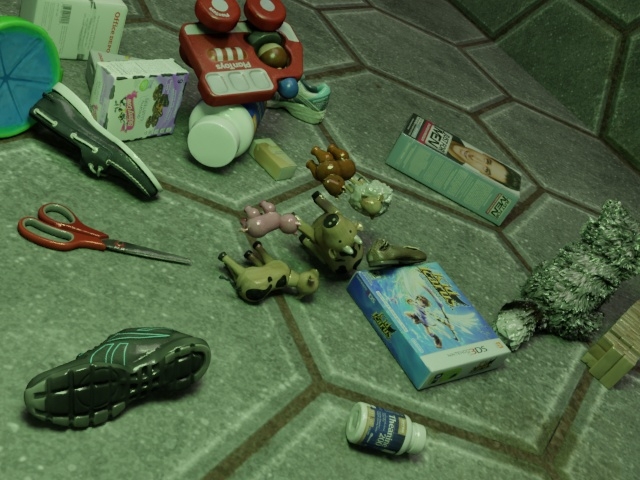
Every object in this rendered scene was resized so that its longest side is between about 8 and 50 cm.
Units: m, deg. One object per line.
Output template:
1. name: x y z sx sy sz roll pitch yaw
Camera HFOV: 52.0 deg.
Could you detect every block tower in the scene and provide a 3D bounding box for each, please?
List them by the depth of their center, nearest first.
1. block tower: 0.745 0.237 1.591 0.091 0.097 0.335 44 36 21

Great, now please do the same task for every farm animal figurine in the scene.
1. farm animal figurine: 0.000 0.000 1.278 0.172 0.330 0.327 44 9 26

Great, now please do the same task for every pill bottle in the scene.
1. pill bottle: 0.108 0.311 1.073 0.120 0.067 0.067 19 35 -13
2. pill bottle: -0.221 -0.284 1.542 0.152 0.152 0.272 22 35 -9

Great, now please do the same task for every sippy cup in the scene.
1. sippy cup: -0.672 -0.348 1.269 0.224 0.305 0.240 28 74 18

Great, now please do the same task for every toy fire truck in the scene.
1. toy fire truck: -0.169 -0.420 1.506 0.302 0.169 0.254 -14 69 -35

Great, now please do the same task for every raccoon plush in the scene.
1. raccoon plush: 0.609 0.090 1.504 0.216 0.299 0.446 39 36 15

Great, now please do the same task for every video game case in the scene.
1. video game case: 0.222 0.163 1.352 0.244 0.061 0.269 -3 45 -39

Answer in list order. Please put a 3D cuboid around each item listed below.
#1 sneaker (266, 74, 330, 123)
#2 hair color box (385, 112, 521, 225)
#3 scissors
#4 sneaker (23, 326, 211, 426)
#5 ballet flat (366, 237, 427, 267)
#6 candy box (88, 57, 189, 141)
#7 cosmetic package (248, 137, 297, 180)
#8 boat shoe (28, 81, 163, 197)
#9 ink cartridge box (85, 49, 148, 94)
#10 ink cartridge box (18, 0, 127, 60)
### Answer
1. sneaker: -0.104 -0.437 1.848 0.283 0.122 0.110 15 36 -19
2. hair color box: 0.392 -0.212 1.910 0.374 0.113 0.185 30 34 1
3. scissors: -0.380 0.012 1.168 0.297 0.021 0.109 24 32 -8
4. sneaker: -0.296 0.189 0.952 0.267 0.101 0.106 -8 26 -40
5. ballet flat: 0.166 0.026 1.423 0.250 0.084 0.058 1 78 -60
6. candy box: -0.401 -0.305 1.432 0.070 0.165 0.196 41 37 22
7. cosmetic package: -0.117 -0.199 1.602 0.060 0.041 0.115 -17 55 -47
8. boat shoe: -0.446 -0.180 1.309 0.302 0.114 0.091 42 75 6
9. ink cartridge box: -0.462 -0.381 1.570 0.175 0.072 0.127 3 42 -32
10. ink cartridge box: -0.601 -0.529 1.588 0.219 0.160 0.092 -10 49 -43
